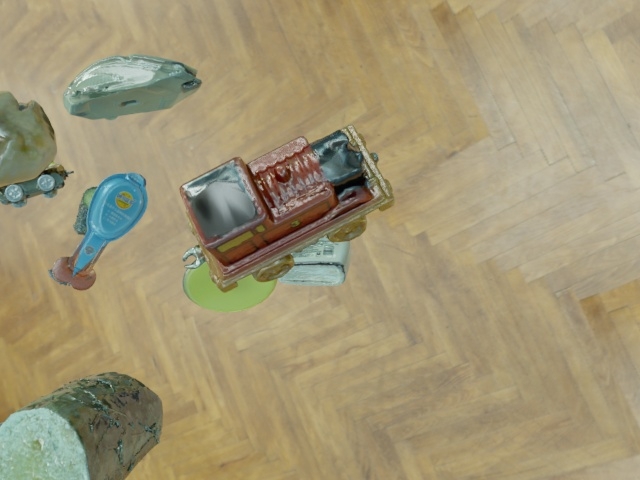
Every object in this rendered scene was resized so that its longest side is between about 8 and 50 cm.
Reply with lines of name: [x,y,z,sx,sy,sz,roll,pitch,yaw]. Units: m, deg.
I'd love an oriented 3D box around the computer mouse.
computer mouse: [-0.586,-0.487,1.929,0.429,0.228,0.145,-10,79,0]

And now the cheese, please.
cheese: [-0.415,-0.022,1.192,0.037,0.106,0.256,14,70,52]

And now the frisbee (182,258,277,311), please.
frisbee: [-0.222,0.104,1.547,0.236,0.236,0.017,-44,38,28]

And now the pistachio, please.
pistachio: [-0.598,-0.180,1.177,0.288,0.166,0.197,12,81,54]

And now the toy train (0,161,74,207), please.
toy train: [-0.743,-0.162,1.585,0.127,0.219,0.089,67,160,5]

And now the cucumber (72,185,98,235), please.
cucumber: [-0.728,-0.073,1.974,0.359,0.096,0.096,-29,77,59]

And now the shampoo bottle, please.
shampoo bottle: [0.000,0.000,1.451,0.153,0.284,0.071,0,121,9]

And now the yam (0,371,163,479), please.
yam: [-0.381,0.322,1.008,0.203,0.271,0.201,4,88,12]

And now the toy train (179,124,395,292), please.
toy train: [-0.071,-0.055,1.003,0.369,0.231,0.163,-27,72,1]
